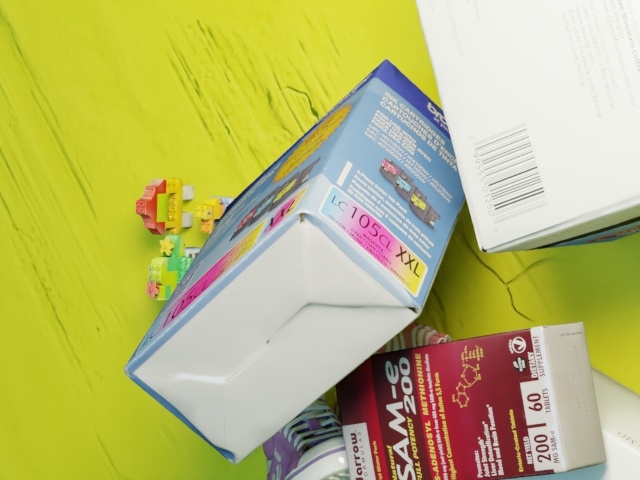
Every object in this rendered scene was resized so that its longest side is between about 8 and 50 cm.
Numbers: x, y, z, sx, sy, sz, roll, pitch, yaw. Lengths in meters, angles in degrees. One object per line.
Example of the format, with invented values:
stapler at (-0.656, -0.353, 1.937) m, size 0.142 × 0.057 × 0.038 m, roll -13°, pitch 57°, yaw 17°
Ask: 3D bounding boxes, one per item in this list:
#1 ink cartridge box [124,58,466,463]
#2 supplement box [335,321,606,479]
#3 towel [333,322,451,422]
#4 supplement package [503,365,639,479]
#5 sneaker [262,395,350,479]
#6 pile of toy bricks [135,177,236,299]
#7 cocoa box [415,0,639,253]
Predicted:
ink cartridge box at (0.000, 0.000, 1.857) m, size 0.151 × 0.395 × 0.270 m, roll 44°, pitch 121°, yaw -8°
supplement box at (0.130, 0.154, 1.726) m, size 0.239 × 0.073 × 0.130 m, roll -14°, pitch 83°, yaw 39°
towel at (0.065, 0.148, 1.945) m, size 0.197 × 0.029 × 0.144 m, roll 17°, pitch 102°, yaw 59°
supplement package at (0.228, 0.236, 1.794) m, size 0.262 × 0.145 × 0.204 m, roll 31°, pitch 111°, yaw 32°
sneaker at (-0.017, 0.196, 1.937) m, size 0.282 × 0.102 × 0.161 m, roll 131°, pitch 129°, yaw -70°
pile of toy bricks at (-0.154, 0.041, 2.099) m, size 0.118 × 0.105 × 0.212 m, roll 5°, pitch 96°, yaw 37°
cocoa box at (0.249, -0.185, 1.700) m, size 0.231 × 0.228 × 0.347 m, roll -21°, pitch 80°, yaw 37°
